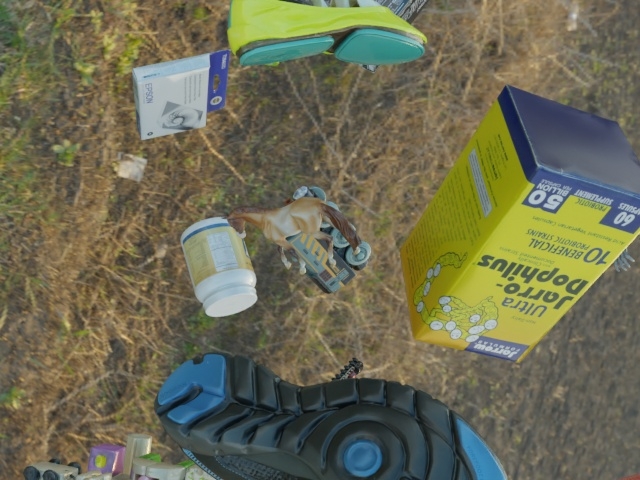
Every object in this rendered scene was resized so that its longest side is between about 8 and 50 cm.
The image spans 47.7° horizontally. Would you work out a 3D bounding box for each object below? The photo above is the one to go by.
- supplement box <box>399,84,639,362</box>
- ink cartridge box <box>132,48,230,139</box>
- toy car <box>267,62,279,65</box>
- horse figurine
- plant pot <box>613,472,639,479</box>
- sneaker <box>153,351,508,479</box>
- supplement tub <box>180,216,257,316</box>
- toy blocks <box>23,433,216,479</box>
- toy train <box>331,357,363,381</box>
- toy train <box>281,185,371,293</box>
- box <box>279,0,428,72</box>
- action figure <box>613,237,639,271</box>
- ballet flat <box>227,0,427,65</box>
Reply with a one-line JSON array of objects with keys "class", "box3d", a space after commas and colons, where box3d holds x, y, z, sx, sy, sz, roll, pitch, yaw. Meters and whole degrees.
[{"class": "supplement box", "box3d": [0.286, -0.011, 1.074, 0.194, 0.195, 0.356, 14, 132, -15]}, {"class": "ink cartridge box", "box3d": [-0.309, -0.328, 1.646, 0.224, 0.223, 0.045, -18, 68, -18]}, {"class": "toy car", "box3d": [-0.096, -0.558, 1.896, 0.149, 0.188, 0.155, 14, 82, -52]}, {"class": "horse figurine", "box3d": [-0.038, -0.018, 1.353, 0.174, 0.263, 0.066, 57, 43, -24]}, {"class": "plant pot", "box3d": [0.616, 0.564, 1.361, 0.275, 0.243, 0.275, -12, 90, -77]}, {"class": "sneaker", "box3d": [0.011, 0.203, 0.682, 0.125, 0.341, 0.139, -55, 146, -36]}, {"class": "supplement tub", "box3d": [-0.233, 0.061, 1.679, 0.144, 0.144, 0.199, 0, 61, -41]}, {"class": "toy blocks", "box3d": [-0.251, 0.455, 1.070, 0.309, 0.289, 0.260, 23, 74, -74]}, {"class": "toy train", "box3d": [0.057, 0.284, 1.520, 0.158, 0.036, 0.027, -25, 140, -66]}, {"class": "toy train", "box3d": [0.000, 0.000, 1.995, 0.190, 0.142, 0.334, -41, 127, 1]}, {"class": "box", "box3d": [0.061, -0.448, 1.216, 0.307, 0.242, 0.076, -56, 166, -29]}, {"class": "action figure", "box3d": [0.691, -0.005, 1.593, 0.276, 0.164, 0.141, 3, 73, -11]}, {"class": "ballet flat", "box3d": [0.011, -0.224, 0.739, 0.231, 0.077, 0.077, -9, 83, -30]}]
